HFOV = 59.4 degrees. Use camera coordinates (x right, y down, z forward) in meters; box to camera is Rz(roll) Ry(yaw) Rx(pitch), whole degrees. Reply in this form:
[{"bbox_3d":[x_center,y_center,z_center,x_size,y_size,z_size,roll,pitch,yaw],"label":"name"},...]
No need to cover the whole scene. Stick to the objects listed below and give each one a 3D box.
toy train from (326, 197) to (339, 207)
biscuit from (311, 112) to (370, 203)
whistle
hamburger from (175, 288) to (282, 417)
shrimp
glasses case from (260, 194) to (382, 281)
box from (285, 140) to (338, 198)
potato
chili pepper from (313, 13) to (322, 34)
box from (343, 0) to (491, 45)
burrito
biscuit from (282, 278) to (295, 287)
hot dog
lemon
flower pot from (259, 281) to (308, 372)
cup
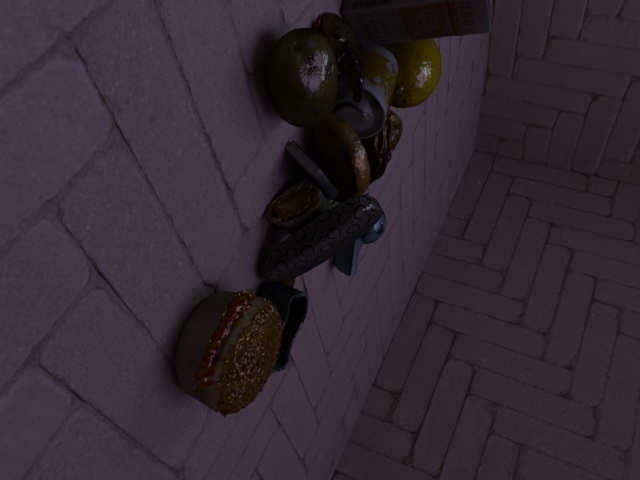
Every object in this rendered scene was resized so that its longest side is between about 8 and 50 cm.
[{"bbox_3d":[0.027,-0.085,1.719,0.104,0.071,0.178,27,80,-61],"label":"toy train"},{"bbox_3d":[0.055,-0.213,1.530,0.091,0.213,0.274,-31,148,-25],"label":"biscuit"},{"bbox_3d":[0.145,-0.031,1.943,0.163,0.163,0.290,-40,143,-55],"label":"whistle"},{"bbox_3d":[-0.191,0.252,1.271,0.276,0.179,0.294,-66,158,-20],"label":"hamburger"},{"bbox_3d":[0.059,-0.463,1.373,0.145,0.059,0.254,29,47,-46],"label":"shrimp"},{"bbox_3d":[0.000,0.000,1.440,0.354,0.085,0.137,-34,156,18],"label":"glasses case"},{"bbox_3d":[-0.020,-0.180,1.465,0.036,0.115,0.177,-44,156,1],"label":"box"},{"bbox_3d":[-0.034,-0.345,1.245,0.174,0.159,0.251,-42,160,-12],"label":"potato"},{"bbox_3d":[-0.011,-0.463,1.384,0.045,0.027,0.178,-53,151,-52],"label":"chili pepper"},{"bbox_3d":[0.262,-0.600,1.497,0.204,0.365,0.051,22,69,-69],"label":"box"},{"bbox_3d":[-0.031,-0.064,1.516,0.143,0.105,0.299,-43,157,3],"label":"burrito"},{"bbox_3d":[-0.121,0.203,1.626,0.131,0.025,0.231,-29,133,-58],"label":"biscuit"},{"bbox_3d":[0.166,-0.279,1.698,0.196,0.122,0.272,-63,-172,-32],"label":"hot dog"},{"bbox_3d":[0.258,-0.530,1.729,0.263,0.235,0.236,-47,149,-27],"label":"lemon"},{"bbox_3d":[-0.123,0.227,1.494,0.103,0.108,0.229,15,96,-58],"label":"flower pot"},{"bbox_3d":[0.100,-0.431,1.526,0.241,0.185,0.226,48,50,-30],"label":"cup"}]
